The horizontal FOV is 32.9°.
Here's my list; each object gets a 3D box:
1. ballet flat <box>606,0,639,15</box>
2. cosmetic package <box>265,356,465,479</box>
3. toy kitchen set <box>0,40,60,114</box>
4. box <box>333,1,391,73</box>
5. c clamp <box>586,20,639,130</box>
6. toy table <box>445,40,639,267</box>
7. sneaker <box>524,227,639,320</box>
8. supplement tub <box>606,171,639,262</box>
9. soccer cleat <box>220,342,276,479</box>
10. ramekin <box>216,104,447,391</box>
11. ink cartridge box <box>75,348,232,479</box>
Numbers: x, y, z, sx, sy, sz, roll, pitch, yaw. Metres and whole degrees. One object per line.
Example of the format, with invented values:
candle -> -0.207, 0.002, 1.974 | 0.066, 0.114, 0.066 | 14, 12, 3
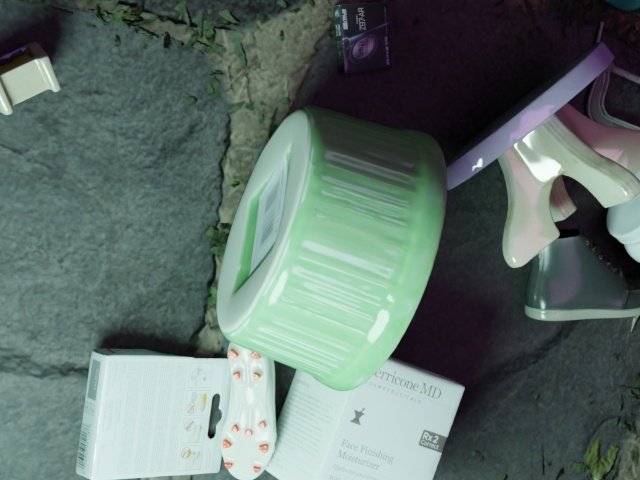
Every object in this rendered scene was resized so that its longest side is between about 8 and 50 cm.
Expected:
ballet flat -> 0.453, -0.344, 1.497 | 0.213, 0.072, 0.068 | 21, 58, -25
cosmetic package -> 0.049, 0.225, 1.308 | 0.151, 0.151, 0.184 | 22, 85, -25
toy kitchen set -> -0.390, -0.225, 1.110 | 0.166, 0.122, 0.207 | -31, 126, -19
box -> 0.052, -0.250, 1.340 | 0.067, 0.018, 0.083 | -8, 98, -24
c clamp -> 0.431, -0.209, 1.514 | 0.160, 0.022, 0.137 | 23, 85, -24
toy table -> 0.294, -0.105, 1.354 | 0.274, 0.252, 0.161 | -37, 93, -1
sneaker -> 0.383, 0.040, 1.476 | 0.222, 0.083, 0.118 | -5, 104, -23
supplement tub -> 0.510, -0.010, 1.494 | 0.199, 0.144, 0.144 | 31, 82, -16
soccer cleat -> -0.081, 0.192, 1.298 | 0.068, 0.076, 0.196 | 6, 109, 8
ramekin -> 0.000, 0.000, 1.193 | 0.148, 0.303, 0.303 | 19, 87, -17
ink cartridge box -> -0.191, 0.201, 1.270 | 0.179, 0.045, 0.145 | 7, 91, -43
